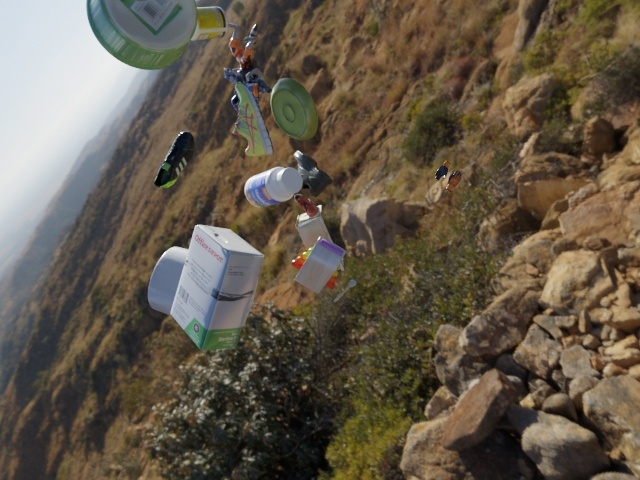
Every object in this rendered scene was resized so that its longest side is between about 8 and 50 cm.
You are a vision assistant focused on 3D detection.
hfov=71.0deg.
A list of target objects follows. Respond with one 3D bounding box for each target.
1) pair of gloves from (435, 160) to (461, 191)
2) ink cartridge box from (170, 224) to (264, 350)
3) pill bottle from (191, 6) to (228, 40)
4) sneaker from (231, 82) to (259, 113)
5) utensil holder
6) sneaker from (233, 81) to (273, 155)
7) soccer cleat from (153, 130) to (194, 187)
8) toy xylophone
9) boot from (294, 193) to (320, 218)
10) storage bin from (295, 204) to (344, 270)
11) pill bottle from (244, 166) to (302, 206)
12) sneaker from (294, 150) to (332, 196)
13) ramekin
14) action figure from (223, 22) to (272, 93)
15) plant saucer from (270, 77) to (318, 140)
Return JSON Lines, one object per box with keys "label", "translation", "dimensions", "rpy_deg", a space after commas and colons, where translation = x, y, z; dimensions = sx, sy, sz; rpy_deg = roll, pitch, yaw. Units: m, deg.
{"label": "pair of gloves", "translation": [0.407, -0.205, 1.429], "dimensions": [0.074, 0.083, 0.010], "rpy_deg": [-54, 11, -7]}
{"label": "ink cartridge box", "translation": [-0.293, 0.127, 1.260], "dimensions": [0.211, 0.122, 0.288], "rpy_deg": [32, 108, 43]}
{"label": "pill bottle", "translation": [-0.491, -0.879, 1.818], "dimensions": [0.209, 0.119, 0.119], "rpy_deg": [-28, 15, -39]}
{"label": "sneaker", "translation": [-0.264, -0.470, 1.547], "dimensions": [0.221, 0.087, 0.083], "rpy_deg": [125, 148, -65]}
{"label": "utensil holder", "translation": [-0.518, 0.222, 2.019], "dimensions": [0.386, 0.327, 0.327], "rpy_deg": [16, 58, 8]}
{"label": "sneaker", "translation": [-0.202, -0.327, 1.232], "dimensions": [0.094, 0.208, 0.081], "rpy_deg": [-19, 15, -1]}
{"label": "soccer cleat", "translation": [-0.405, -0.220, 1.243], "dimensions": [0.178, 0.060, 0.072], "rpy_deg": [-57, 2, 18]}
{"label": "toy xylophone", "translation": [0.013, 0.128, 1.769], "dimensions": [0.081, 0.236, 0.323], "rpy_deg": [-59, 8, -34]}
{"label": "boot", "translation": [-0.061, -0.148, 1.914], "dimensions": [0.059, 0.085, 0.158], "rpy_deg": [-49, 38, 4]}
{"label": "storage bin", "translation": [0.000, 0.000, 2.029], "dimensions": [0.123, 0.262, 0.260], "rpy_deg": [-22, 14, 7]}
{"label": "pill bottle", "translation": [-0.205, -0.239, 1.988], "dimensions": [0.272, 0.152, 0.152], "rpy_deg": [-9, 48, 50]}
{"label": "sneaker", "translation": [-0.063, -0.312, 2.080], "dimensions": [0.130, 0.109, 0.286], "rpy_deg": [-51, 47, 19]}
{"label": "ramekin", "translation": [-0.517, -0.678, 1.328], "dimensions": [0.148, 0.303, 0.303], "rpy_deg": [8, 61, 55]}
{"label": "action figure", "translation": [-0.319, -0.836, 2.153], "dimensions": [0.341, 0.330, 0.178], "rpy_deg": [33, 60, 27]}
{"label": "plant saucer", "translation": [-0.109, -0.479, 1.671], "dimensions": [0.037, 0.240, 0.241], "rpy_deg": [-36, 22, -32]}
